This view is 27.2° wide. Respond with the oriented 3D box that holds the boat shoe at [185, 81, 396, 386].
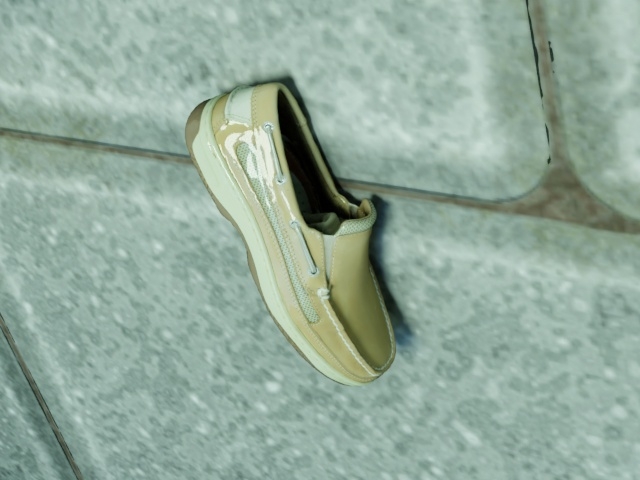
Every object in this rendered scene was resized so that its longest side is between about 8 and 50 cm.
[{"bbox_3d":[0.000,0.000,0.723,0.072,0.068,0.190,-16,117,33],"label":"boat shoe"}]
